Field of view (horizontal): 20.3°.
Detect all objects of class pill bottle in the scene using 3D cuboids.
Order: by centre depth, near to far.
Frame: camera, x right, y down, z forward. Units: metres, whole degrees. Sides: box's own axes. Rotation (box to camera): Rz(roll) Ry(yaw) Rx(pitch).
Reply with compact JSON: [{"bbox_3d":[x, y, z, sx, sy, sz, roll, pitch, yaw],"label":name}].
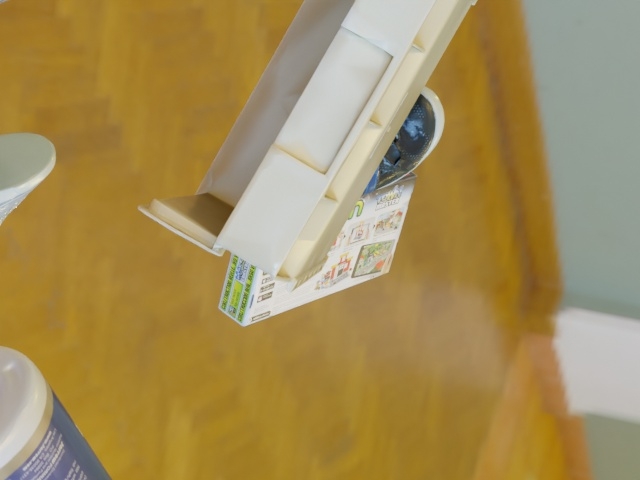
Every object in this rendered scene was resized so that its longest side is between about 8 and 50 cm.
[{"bbox_3d":[-0.157,0.144,0.954,0.094,0.094,0.169,-62,142,-37],"label":"pill bottle"}]

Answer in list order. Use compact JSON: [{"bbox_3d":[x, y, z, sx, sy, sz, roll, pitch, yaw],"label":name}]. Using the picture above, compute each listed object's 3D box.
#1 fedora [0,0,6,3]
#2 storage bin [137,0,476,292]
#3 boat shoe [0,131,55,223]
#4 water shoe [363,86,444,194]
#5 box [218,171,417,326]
[{"bbox_3d":[-0.230,-0.251,0.956,0.275,0.124,0.243,24,107,-43],"label":"fedora"},{"bbox_3d":[0.000,-0.108,1.294,0.262,0.123,0.260,-59,177,5],"label":"storage bin"},{"bbox_3d":[-0.381,-0.035,1.917,0.227,0.079,0.081,-36,155,-28],"label":"boat shoe"},{"bbox_3d":[0.010,-0.060,1.467,0.073,0.203,0.080,60,14,-3],"label":"water shoe"},{"bbox_3d":[0.000,0.000,1.656,0.207,0.036,0.114,-18,133,-46],"label":"box"}]
